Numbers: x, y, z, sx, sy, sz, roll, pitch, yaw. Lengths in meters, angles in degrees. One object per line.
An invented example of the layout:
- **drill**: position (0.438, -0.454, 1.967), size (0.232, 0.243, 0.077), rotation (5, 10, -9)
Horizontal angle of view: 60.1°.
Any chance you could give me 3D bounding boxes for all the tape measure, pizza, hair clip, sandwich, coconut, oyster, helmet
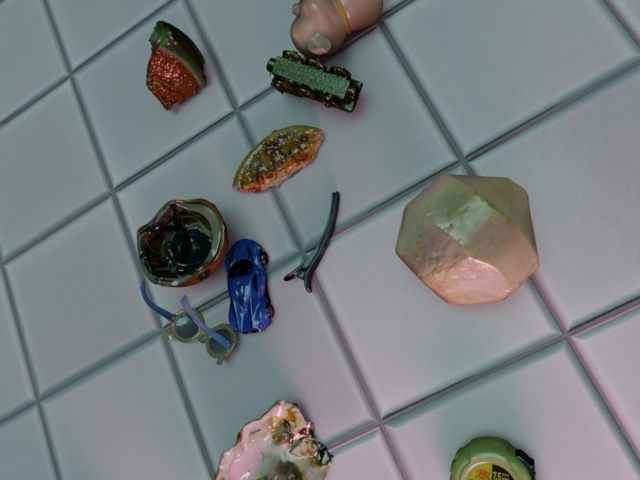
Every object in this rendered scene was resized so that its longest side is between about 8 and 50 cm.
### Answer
- **tape measure**: position (0.312, 0.434, 0.998), size (0.177, 0.087, 0.154), rotation (-5, 91, 20)
- **pizza**: position (-0.104, -0.192, 1.277), size (0.246, 0.058, 0.127), rotation (-21, 74, 17)
- **hair clip**: position (0.000, 0.000, 1.222), size (0.070, 0.039, 0.230), rotation (25, 84, 21)
- **sandwich**: position (-0.371, -0.430, 1.350), size (0.160, 0.185, 0.109), rotation (-35, 63, 7)
- **coconut**: position (0.274, -0.010, 1.019), size (0.259, 0.259, 0.259), rotation (-4, 79, 19)
- **oyster**: position (-0.125, 0.503, 1.144), size (0.201, 0.107, 0.355), rotation (34, 80, 2)
- **helmet**: position (-0.302, 0.013, 1.271), size (0.224, 0.130, 0.198), rotation (-29, 73, 4)

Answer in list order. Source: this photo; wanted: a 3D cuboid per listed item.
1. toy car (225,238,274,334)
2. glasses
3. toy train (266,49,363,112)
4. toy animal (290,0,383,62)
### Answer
- **toy car**: position (-0.166, 0.100, 1.242), size (0.103, 0.063, 0.216), rotation (-12, 76, 18)
- **glasses**: position (-0.285, 0.155, 1.211), size (0.189, 0.221, 0.088), rotation (18, 52, 28)
- **toy train**: position (-0.009, -0.348, 1.233), size (0.225, 0.137, 0.090), rotation (25, 96, 17)
- **toy animal**: position (0.039, -0.510, 1.238), size (0.248, 0.165, 0.149), rotation (-44, 88, 0)
